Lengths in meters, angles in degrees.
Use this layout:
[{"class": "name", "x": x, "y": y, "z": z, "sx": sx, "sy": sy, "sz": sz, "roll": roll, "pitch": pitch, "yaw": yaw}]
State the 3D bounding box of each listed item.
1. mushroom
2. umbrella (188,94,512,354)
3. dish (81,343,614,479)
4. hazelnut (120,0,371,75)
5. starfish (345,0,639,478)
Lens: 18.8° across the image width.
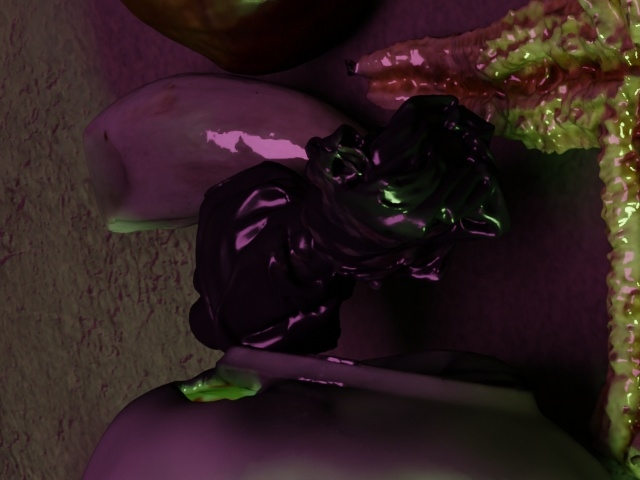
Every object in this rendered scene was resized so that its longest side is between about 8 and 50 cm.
[{"class": "mushroom", "x": -0.052, "y": -0.056, "z": 1.295, "sx": 0.270, "sy": 0.103, "sz": 0.118, "roll": 4, "pitch": 123, "yaw": 43}, {"class": "umbrella", "x": 0.000, "y": -0.001, "z": 1.165, "sx": 0.122, "sy": 0.110, "sz": 0.272, "roll": 41, "pitch": 142, "yaw": -11}, {"class": "dish", "x": 0.028, "y": 0.117, "z": 1.110, "sx": 0.324, "sy": 0.324, "sz": 0.124, "roll": 5, "pitch": 84, "yaw": 45}, {"class": "hazelnut", "x": -0.057, "y": -0.202, "z": 1.257, "sx": 0.201, "sy": 0.160, "sz": 0.170, "roll": 42, "pitch": 136, "yaw": -10}, {"class": "starfish", "x": 0.139, "y": -0.097, "z": 1.092, "sx": 0.432, "sy": 0.082, "sz": 0.324, "roll": 63, "pitch": 152, "yaw": 21}]
